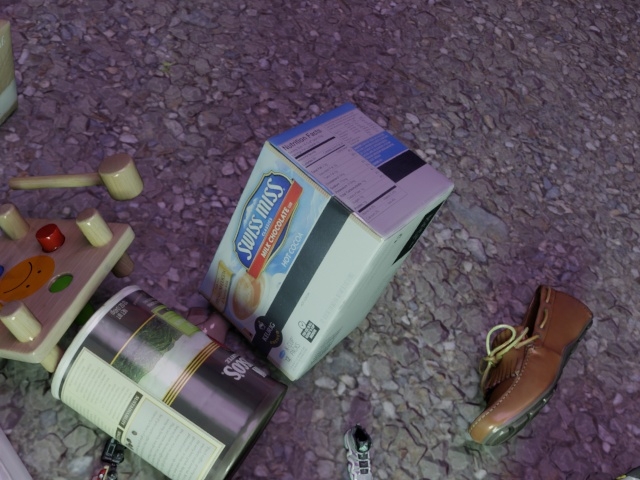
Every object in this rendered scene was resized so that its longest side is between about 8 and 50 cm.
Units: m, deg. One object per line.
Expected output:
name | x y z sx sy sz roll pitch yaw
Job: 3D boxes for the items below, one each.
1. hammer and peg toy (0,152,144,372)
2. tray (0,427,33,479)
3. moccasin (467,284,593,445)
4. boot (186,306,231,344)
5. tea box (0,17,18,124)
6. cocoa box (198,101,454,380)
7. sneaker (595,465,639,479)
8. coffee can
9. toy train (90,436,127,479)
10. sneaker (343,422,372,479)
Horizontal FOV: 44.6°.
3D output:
hammer and peg toy | -0.421 0.026 1.202 0.266 0.127 0.361 3 46 28
tray | -0.455 0.373 1.064 0.145 0.030 0.270 -29 69 -32
moccasin | 0.350 0.205 1.358 0.147 0.139 0.380 37 54 11
boot | -0.172 0.154 1.299 0.118 0.042 0.087 1 63 -15
tea box | -0.739 -0.258 1.293 0.323 0.220 0.329 24 53 1
cocoa box | 0.000 0.000 1.239 0.228 0.347 0.231 41 41 13
sneaker | 0.444 0.457 1.212 0.385 0.145 0.147 -11 60 -22
coffee can | -0.216 0.222 1.134 0.275 0.201 0.201 33 53 7
toy train | -0.315 0.352 1.123 0.036 0.027 0.158 14 53 -3
sneaker | 0.065 0.336 1.224 0.038 0.069 0.098 -7 59 -21
